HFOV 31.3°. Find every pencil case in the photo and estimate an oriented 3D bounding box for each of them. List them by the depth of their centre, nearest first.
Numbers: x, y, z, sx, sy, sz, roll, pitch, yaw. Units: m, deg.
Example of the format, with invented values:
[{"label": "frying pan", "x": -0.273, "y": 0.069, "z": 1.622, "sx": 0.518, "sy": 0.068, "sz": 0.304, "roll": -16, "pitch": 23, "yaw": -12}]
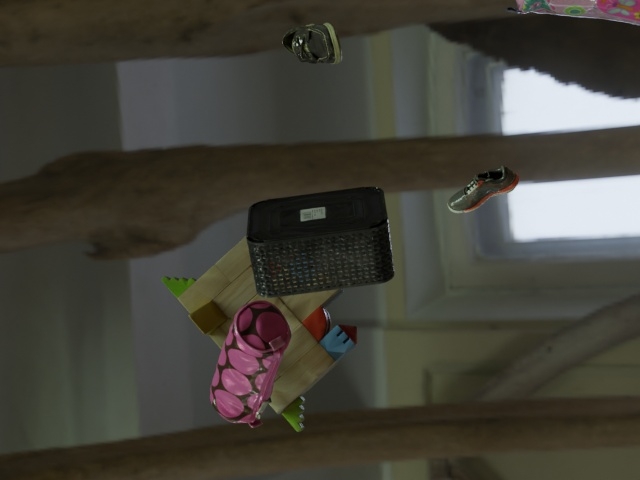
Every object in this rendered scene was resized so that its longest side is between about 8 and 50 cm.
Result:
[{"label": "pencil case", "x": 0.389, "y": -0.339, "z": 1.476, "sx": 0.124, "sy": 0.284, "sz": 0.124, "roll": 7, "pitch": -90, "yaw": -84}, {"label": "pencil case", "x": -0.101, "y": 0.187, "z": 1.702, "sx": 0.095, "sy": 0.098, "sz": 0.209, "roll": -16, "pitch": -36, "yaw": -27}]

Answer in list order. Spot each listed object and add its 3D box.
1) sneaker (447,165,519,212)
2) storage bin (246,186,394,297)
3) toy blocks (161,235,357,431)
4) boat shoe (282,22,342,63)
[{"label": "sneaker", "x": 0.320, "y": -0.112, "z": 2.311, "sx": 0.065, "sy": 0.158, "sz": 0.061, "roll": 43, "pitch": -151, "yaw": -41}, {"label": "storage bin", "x": 0.000, "y": 0.000, "z": 1.481, "sx": 0.122, "sy": 0.180, "sz": 0.084, "roll": -92, "pitch": -5, "yaw": -62}, {"label": "toy blocks", "x": -0.072, "y": 0.131, "z": 2.152, "sx": 0.381, "sy": 0.261, "sz": 0.191, "roll": 48, "pitch": 179, "yaw": 9}, {"label": "boat shoe", "x": -0.012, "y": -0.249, "z": 1.467, "sx": 0.049, "sy": 0.152, "sz": 0.056, "roll": -16, "pitch": -77, "yaw": -12}]
